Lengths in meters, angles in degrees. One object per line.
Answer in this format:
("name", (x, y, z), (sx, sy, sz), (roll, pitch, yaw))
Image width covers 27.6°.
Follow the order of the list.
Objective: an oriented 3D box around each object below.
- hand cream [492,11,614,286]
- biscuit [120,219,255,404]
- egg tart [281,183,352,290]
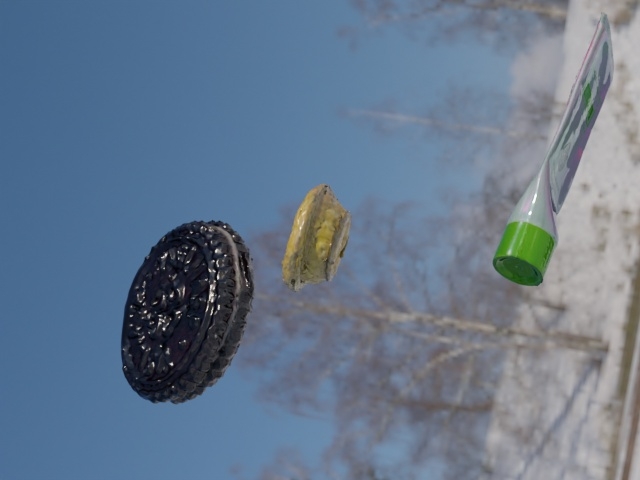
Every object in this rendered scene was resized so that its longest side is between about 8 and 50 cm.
("hand cream", (0.229, -0.083, 1.216), (0.079, 0.050, 0.275), (111, -175, -65))
("biscuit", (-0.135, 0.069, 1.295), (0.053, 0.194, 0.194), (20, -102, -36))
("egg tart", (0.000, 0.000, 2.035), (0.191, 0.074, 0.191), (15, -90, -80))
